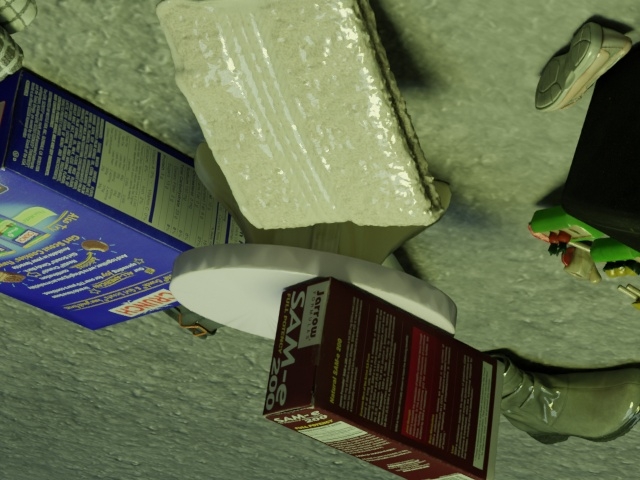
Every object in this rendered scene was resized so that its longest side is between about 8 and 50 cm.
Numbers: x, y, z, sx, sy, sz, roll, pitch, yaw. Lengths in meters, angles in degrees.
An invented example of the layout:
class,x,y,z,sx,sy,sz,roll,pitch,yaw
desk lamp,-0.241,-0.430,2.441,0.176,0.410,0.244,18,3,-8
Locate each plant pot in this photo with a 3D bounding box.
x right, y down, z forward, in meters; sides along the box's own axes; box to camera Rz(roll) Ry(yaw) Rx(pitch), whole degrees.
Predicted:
class,x,y,z,sx,sy,sz,roll,pitch,yaw
plant pot,0.308,-0.059,1.432,0.187,0.188,0.167,25,166,-32

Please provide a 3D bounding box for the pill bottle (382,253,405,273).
class,x,y,z,sx,sy,sz,roll,pitch,yaw
pill bottle,0.048,0.085,1.964,0.131,0.131,0.229,3,157,19

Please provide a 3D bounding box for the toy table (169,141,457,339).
class,x,y,z,sx,sy,sz,roll,pitch,yaw
toy table,0.000,0.000,1.714,0.274,0.160,0.252,15,154,-18

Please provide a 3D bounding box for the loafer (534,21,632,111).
class,x,y,z,sx,sy,sz,roll,pitch,yaw
loafer,0.215,-0.137,1.454,0.039,0.045,0.125,9,157,-13

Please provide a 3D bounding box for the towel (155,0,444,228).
class,x,y,z,sx,sy,sz,roll,pitch,yaw
towel,-0.018,-0.116,1.482,0.187,0.049,0.282,0,133,29

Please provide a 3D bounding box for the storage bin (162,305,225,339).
class,x,y,z,sx,sy,sz,roll,pitch,yaw
storage bin,-0.123,0.056,2.041,0.091,0.098,0.135,-12,151,24

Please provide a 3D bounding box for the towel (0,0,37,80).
class,x,y,z,sx,sy,sz,roll,pitch,yaw
towel,-0.411,-0.213,1.457,0.284,0.121,0.235,0,155,26

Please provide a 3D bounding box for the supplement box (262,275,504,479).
class,x,y,z,sx,sy,sz,roll,pitch,yaw
supplement box,0.064,0.140,1.652,0.239,0.130,0.073,28,148,-35

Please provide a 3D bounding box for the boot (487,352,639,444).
class,x,y,z,sx,sy,sz,roll,pitch,yaw
boot,0.280,0.188,2.188,0.161,0.083,0.246,28,152,-24

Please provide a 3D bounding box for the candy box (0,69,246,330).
class,x,y,z,sx,sy,sz,roll,pitch,yaw
candy box,-0.269,-0.029,1.833,0.268,0.122,0.317,-17,145,42

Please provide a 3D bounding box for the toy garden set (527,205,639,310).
class,x,y,z,sx,sy,sz,roll,pitch,yaw
toy garden set,0.313,0.043,1.765,0.244,0.049,0.204,26,173,-9
